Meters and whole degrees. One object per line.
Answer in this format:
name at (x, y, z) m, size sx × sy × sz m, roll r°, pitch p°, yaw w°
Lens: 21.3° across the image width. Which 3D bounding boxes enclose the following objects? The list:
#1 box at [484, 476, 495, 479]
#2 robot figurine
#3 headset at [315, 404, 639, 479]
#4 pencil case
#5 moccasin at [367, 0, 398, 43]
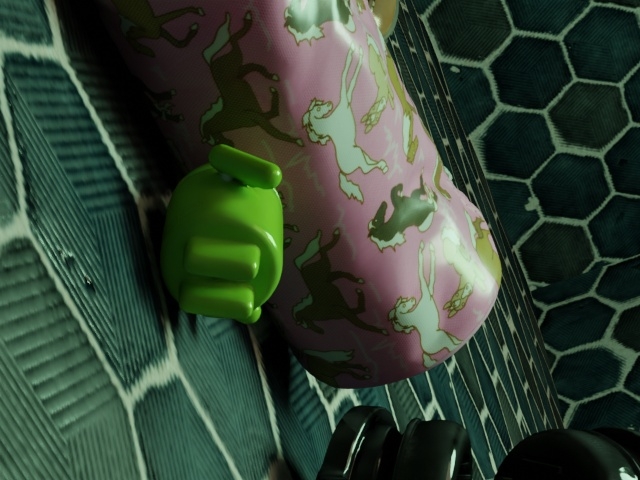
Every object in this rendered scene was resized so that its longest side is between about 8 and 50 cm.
box at (0.147, 0.257, 1.452) m, size 0.101 × 0.102 × 0.087 m, roll -35°, pitch 107°, yaw -79°
robot figurine at (-0.054, -0.002, 0.941) m, size 0.115 × 0.067 × 0.101 m, roll -91°, pitch -173°, yaw -62°
headset at (0.105, 0.202, 1.052) m, size 0.394 × 0.243 × 0.185 m, roll 167°, pitch -72°, yaw -82°
pencil case at (-0.014, -0.083, 1.060) m, size 0.167 × 0.160 × 0.386 m, roll -97°, pitch 164°, yaw -49°
moccasin at (-0.030, -0.295, 1.437) m, size 0.147 × 0.139 × 0.380 m, roll 53°, pitch 20°, yaw -52°
